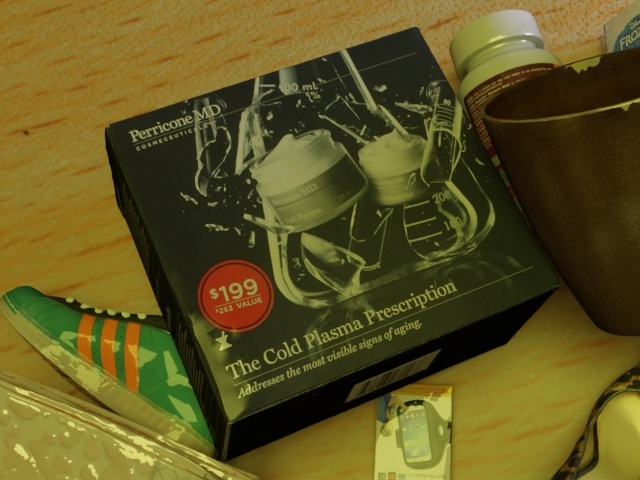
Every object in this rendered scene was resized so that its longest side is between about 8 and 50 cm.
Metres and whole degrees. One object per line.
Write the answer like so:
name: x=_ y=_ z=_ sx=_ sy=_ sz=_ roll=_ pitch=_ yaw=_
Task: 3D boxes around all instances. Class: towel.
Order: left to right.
towel: x=-0.250 y=0.331 z=0.984 sx=0.316 sy=0.053 sz=0.332 roll=19 pitch=98 yaw=13

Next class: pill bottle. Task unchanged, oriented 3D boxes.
pill bottle: x=0.220 y=-0.130 z=1.075 sx=0.121 sy=0.121 sz=0.221 roll=-16 pitch=72 yaw=3

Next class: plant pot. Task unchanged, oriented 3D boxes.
plant pot: x=0.279 y=-0.039 z=0.905 sx=0.215 sy=0.215 sz=0.231 roll=-17 pitch=107 yaw=3

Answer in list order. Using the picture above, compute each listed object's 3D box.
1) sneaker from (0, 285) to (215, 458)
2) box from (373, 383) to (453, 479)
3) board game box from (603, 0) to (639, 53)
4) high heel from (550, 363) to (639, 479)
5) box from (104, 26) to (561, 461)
sneaker: x=-0.212 y=0.122 z=1.077 sx=0.302 sy=0.108 sz=0.121 roll=33 pitch=71 yaw=14
box: x=0.098 y=0.219 z=1.038 sx=0.081 sy=0.028 sz=0.136 roll=1 pitch=72 yaw=8
board game box: x=0.407 y=-0.136 z=0.954 sx=0.065 sy=0.318 sz=0.318 roll=6 pitch=73 yaw=-20
high heel: x=0.292 y=0.193 z=0.934 sx=0.093 sy=0.186 sz=0.261 roll=37 pitch=81 yaw=18
box: x=0.000 y=0.000 z=0.994 sx=0.343 sy=0.179 sz=0.313 roll=-21 pitch=70 yaw=-16
